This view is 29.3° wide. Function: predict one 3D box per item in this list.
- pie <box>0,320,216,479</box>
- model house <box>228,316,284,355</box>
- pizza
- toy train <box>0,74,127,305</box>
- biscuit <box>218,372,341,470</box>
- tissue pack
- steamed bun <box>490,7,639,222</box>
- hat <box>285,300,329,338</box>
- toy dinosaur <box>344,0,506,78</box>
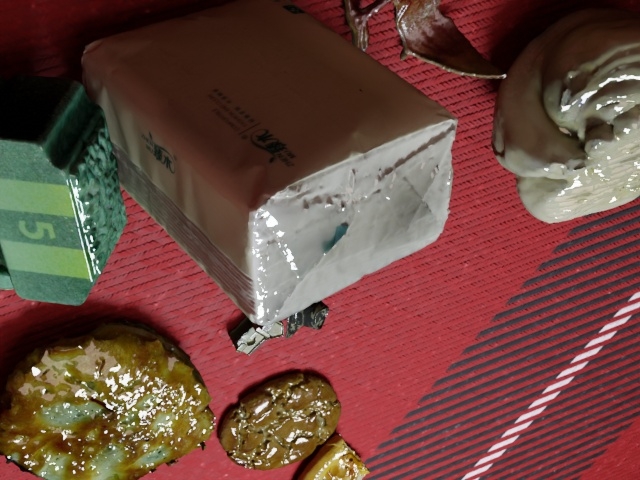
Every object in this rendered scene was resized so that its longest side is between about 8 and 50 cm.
[{"bbox_3d":[-0.327,0.251,1.841,0.288,0.103,0.355,-44,132,10],"label":"pie"},{"bbox_3d":[-0.094,0.146,1.922,0.083,0.057,0.058,-45,131,9],"label":"model house"},{"bbox_3d":[0.009,0.462,2.256,0.134,0.056,0.271,14,120,-29],"label":"pizza"},{"bbox_3d":[-0.361,-0.055,1.452,0.238,0.167,0.299,6,134,12],"label":"toy train"},{"bbox_3d":[-0.065,0.315,2.096,0.226,0.042,0.226,-15,133,-17],"label":"biscuit"},{"bbox_3d":[-0.064,-0.115,1.451,0.297,0.380,0.207,-26,138,-29],"label":"tissue pack"},{"bbox_3d":[0.408,-0.202,1.793,0.339,0.247,0.352,-28,156,18],"label":"steamed bun"},{"bbox_3d":[-0.017,0.112,1.917,0.121,0.050,0.121,-52,156,-35],"label":"hat"},{"bbox_3d":[0.123,-0.336,1.593,0.207,0.113,0.327,-22,133,-13],"label":"toy dinosaur"}]
